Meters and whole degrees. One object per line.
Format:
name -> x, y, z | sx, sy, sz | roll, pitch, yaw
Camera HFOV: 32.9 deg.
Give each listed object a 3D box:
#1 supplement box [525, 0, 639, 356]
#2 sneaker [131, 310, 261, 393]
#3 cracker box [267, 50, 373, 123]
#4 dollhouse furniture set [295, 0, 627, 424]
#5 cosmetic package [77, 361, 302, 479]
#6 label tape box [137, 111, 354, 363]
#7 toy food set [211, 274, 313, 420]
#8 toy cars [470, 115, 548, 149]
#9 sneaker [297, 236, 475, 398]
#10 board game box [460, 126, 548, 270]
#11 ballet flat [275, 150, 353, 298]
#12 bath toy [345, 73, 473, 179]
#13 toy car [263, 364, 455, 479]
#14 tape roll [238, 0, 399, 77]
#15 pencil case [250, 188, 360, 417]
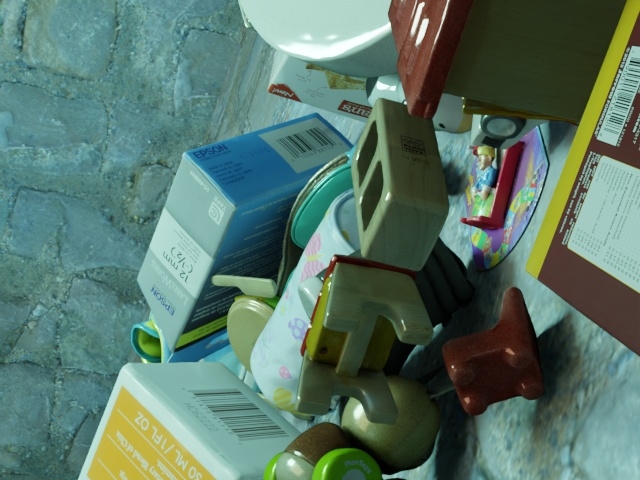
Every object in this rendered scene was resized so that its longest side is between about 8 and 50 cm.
supplement box -> 0.214, -0.031, 0.485 | 0.194, 0.129, 0.191 | -126, 54, -73
sneaker -> -0.182, 0.111, 1.700 | 0.127, 0.208, 0.319 | 119, 162, -45
cracker box -> 0.043, -0.243, 1.332 | 0.232, 0.156, 0.067 | 129, 152, -59
dollhouse furniture set -> 0.122, -0.044, 0.747 | 0.152, 0.201, 0.374 | -93, 17, -52
cosmetic package -> -0.186, 0.390, 1.255 | 0.230, 0.162, 0.453 | 34, 109, 38
label tape box -> -0.114, 0.009, 1.479 | 0.249, 0.115, 0.347 | -24, -27, -44
toy food set -> -0.063, 0.124, 1.351 | 0.132, 0.039, 0.192 | 6, 118, 44
toy cars -> 0.216, -0.241, 0.824 | 0.176, 0.087, 0.393 | -93, 19, -71
sneaker -> 0.073, 0.080, 1.008 | 0.104, 0.147, 0.295 | 54, 171, 25
board game box -> 0.149, -0.056, 0.968 | 0.168, 0.033, 0.133 | -90, 21, -49
ballet flat -> 0.000, 0.000, 1.347 | 0.106, 0.108, 0.316 | -82, 16, -57
bath toy -> 0.118, -0.226, 1.088 | 0.151, 0.129, 0.348 | 17, 92, 42
toy car -> 0.067, 0.175, 0.916 | 0.188, 0.149, 0.155 | -48, 8, -22
tape roll -> 0.057, -0.348, 1.037 | 0.392, 0.072, 0.391 | -14, 71, 46
pencil case -> 0.016, 0.074, 1.174 | 0.273, 0.114, 0.124 | -63, 37, 39
